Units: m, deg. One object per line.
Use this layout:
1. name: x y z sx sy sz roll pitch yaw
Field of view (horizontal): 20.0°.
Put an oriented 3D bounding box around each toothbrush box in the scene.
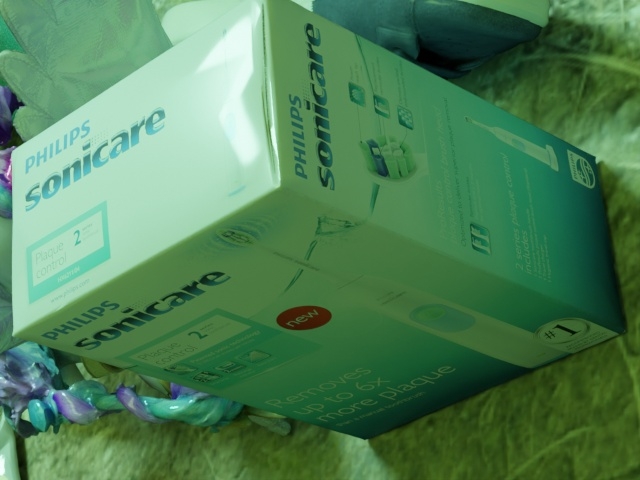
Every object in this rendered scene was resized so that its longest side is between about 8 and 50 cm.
1. toothbrush box: 0.000 0.000 1.057 0.216 0.295 0.126 -27 55 35

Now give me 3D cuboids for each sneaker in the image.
1. sneaker: 0.012 -0.095 1.222 0.350 0.131 0.148 -7 73 51

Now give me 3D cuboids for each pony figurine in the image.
1. pony figurine: -0.204 -0.002 1.252 0.363 0.351 0.303 12 56 49

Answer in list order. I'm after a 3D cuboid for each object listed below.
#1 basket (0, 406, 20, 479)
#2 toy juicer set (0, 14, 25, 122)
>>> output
1. basket: -0.414 0.271 1.349 0.266 0.328 0.331 -37 51 33
2. toy juicer set: -0.286 -0.169 1.591 0.209 0.089 0.329 21 97 61
